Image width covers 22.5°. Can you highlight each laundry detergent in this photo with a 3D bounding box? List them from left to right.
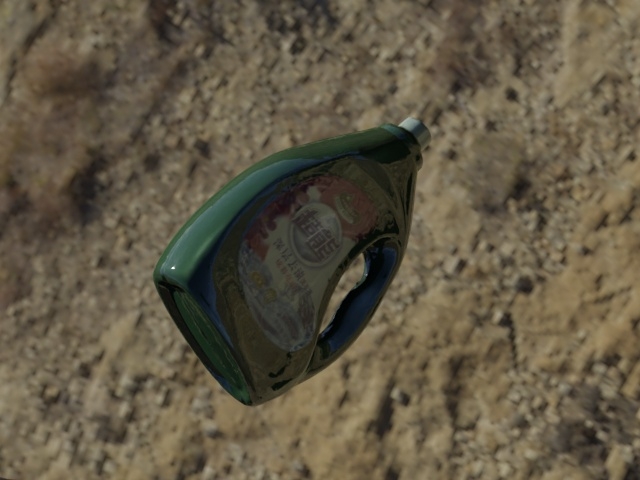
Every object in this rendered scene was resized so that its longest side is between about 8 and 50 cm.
[{"bbox_3d":[0.000,0.000,1.024,0.211,0.137,0.063,-42,25,-27],"label":"laundry detergent"}]

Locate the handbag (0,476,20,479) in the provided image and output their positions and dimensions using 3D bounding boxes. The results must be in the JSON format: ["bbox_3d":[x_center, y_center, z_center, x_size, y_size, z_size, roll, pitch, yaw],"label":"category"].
[{"bbox_3d":[-0.265,0.275,1.323,0.155,0.215,0.169,-57,36,11],"label":"handbag"}]
